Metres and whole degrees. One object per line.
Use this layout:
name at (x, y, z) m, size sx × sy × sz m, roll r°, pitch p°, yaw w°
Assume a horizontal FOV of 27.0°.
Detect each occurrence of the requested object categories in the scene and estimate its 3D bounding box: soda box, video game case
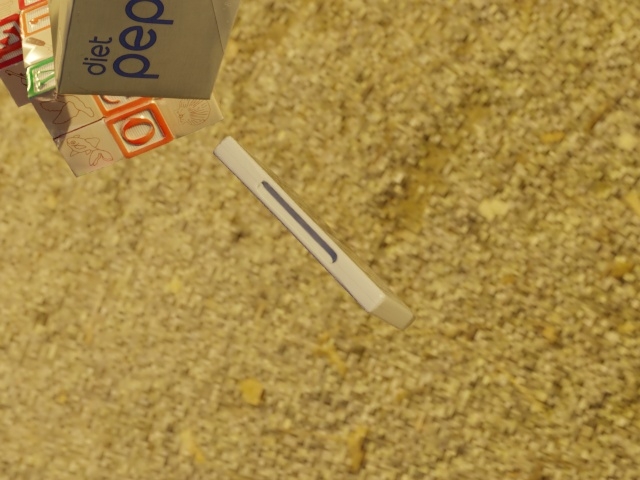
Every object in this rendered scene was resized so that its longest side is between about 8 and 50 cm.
soda box at (-0.080, -0.197, 0.704) m, size 0.286 × 0.098 × 0.091 m, roll 116°, pitch 148°, yaw -52°
video game case at (0.000, 0.000, 1.066) m, size 0.022 × 0.190 × 0.173 m, roll -44°, pitch 77°, yaw 3°

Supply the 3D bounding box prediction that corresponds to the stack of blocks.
stack of blocks at (-0.198, -0.186, 1.126) m, size 0.171 × 0.087 × 0.297 m, roll -22°, pitch 43°, yaw 2°
